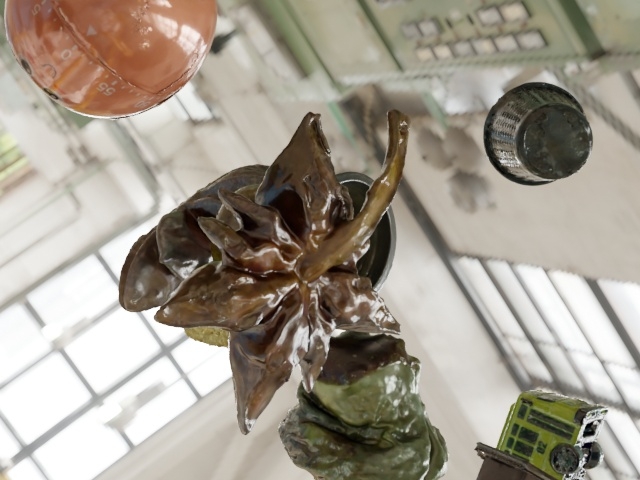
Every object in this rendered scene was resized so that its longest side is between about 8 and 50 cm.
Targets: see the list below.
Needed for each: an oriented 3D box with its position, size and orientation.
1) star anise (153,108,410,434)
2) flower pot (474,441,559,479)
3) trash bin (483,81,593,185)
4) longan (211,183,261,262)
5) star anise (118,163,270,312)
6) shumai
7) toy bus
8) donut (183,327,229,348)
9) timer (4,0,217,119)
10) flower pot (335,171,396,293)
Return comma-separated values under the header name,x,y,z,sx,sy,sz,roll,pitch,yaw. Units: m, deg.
name,x,y,z,sx,sy,sz,roll,pitch,yaw
star anise,-0.017,0.025,1.345,0.349,0.292,0.109,-28,-144,-31
flower pot,0.300,0.377,1.730,0.084,0.251,0.179,-56,-155,-11
trash bin,0.356,-0.163,2.070,0.175,0.175,0.161,-32,-171,4
longan,-0.073,0.000,1.627,0.155,0.176,0.145,29,-106,40
star anise,-0.155,-0.013,1.774,0.315,0.108,0.315,-31,-172,5
shumai,0.087,0.266,2.223,0.309,0.263,0.304,13,-160,21
toy bus,0.348,0.366,2.061,0.150,0.262,0.128,21,-174,29
donut,-0.198,0.043,2.301,0.112,0.295,0.151,-1,-166,-6
timer,-0.238,-0.255,1.473,0.215,0.229,0.229,-38,-171,31
flower pot,0.000,0.000,2.210,0.148,0.235,0.235,2,-144,45
